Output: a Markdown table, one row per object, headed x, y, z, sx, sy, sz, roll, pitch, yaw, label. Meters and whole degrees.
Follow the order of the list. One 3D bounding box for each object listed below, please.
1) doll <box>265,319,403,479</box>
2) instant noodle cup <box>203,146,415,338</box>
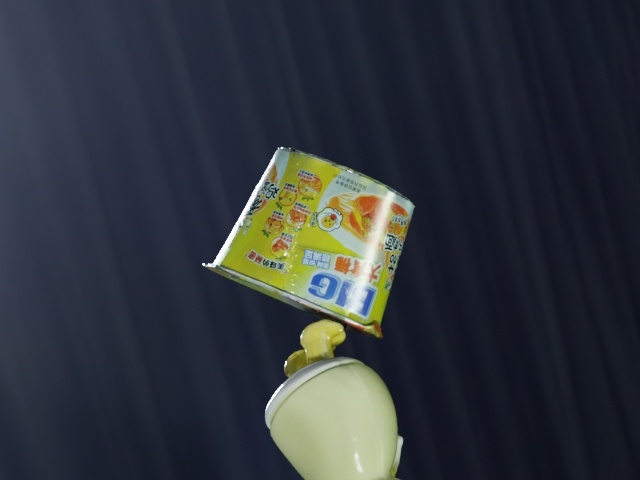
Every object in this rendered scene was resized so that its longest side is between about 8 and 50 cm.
| x | y | z | sx | sy | sz | roll | pitch | yaw | label |
| --- | --- | --- | --- | --- | --- | --- | --- | --- | --- |
| 0.039 | 0.220 | 1.864 | 0.117 | 0.296 | 0.141 | -10 | 149 | -38 | doll |
| 0.000 | 0.000 | 2.028 | 0.205 | 0.153 | 0.205 | 24 | 174 | 2 | instant noodle cup |
